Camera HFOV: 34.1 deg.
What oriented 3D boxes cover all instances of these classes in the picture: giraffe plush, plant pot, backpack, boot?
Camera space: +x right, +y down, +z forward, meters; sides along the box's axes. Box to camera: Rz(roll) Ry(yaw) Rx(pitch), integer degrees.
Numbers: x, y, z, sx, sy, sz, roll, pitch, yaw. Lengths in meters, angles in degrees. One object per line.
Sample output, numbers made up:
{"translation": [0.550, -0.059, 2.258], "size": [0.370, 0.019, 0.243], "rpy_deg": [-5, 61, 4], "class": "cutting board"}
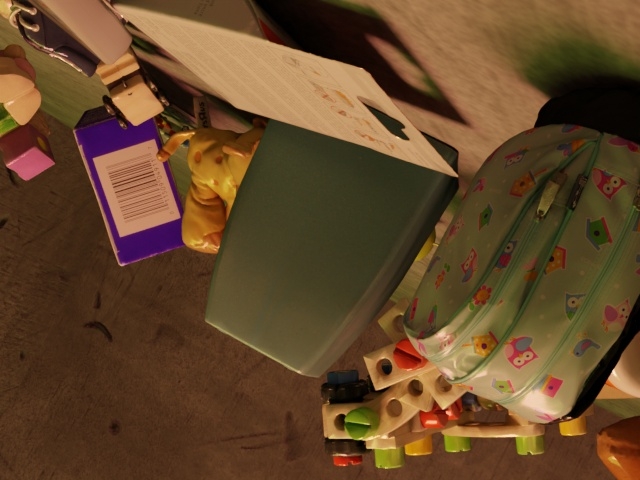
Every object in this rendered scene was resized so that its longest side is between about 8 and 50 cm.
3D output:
{"translation": [-0.078, -0.081, 1.263], "size": [0.170, 0.181, 0.210], "rpy_deg": [3, 121, 56], "class": "giraffe plush"}
{"translation": [0.000, 0.000, 0.974], "size": [0.165, 0.234, 0.165], "rpy_deg": [28, 176, 11], "class": "plant pot"}
{"translation": [0.131, 0.009, 0.591], "size": [0.115, 0.182, 0.152], "rpy_deg": [29, 176, -1], "class": "backpack"}
{"translation": [-0.262, -0.228, 0.949], "size": [0.190, 0.086, 0.069], "rpy_deg": [31, 175, -36], "class": "boot"}

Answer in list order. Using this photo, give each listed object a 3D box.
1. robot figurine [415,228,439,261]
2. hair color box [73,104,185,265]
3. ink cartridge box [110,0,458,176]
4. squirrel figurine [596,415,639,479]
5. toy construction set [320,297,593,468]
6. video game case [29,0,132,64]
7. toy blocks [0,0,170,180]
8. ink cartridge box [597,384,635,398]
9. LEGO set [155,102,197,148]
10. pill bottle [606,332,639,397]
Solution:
{"translation": [0.097, -0.013, 1.314], "size": [0.101, 0.067, 0.115], "rpy_deg": [8, -170, -44], "class": "robot figurine"}
{"translation": [-0.260, -0.096, 1.451], "size": [0.339, 0.110, 0.185], "rpy_deg": [-129, 22, -76], "class": "hair color box"}
{"translation": [-0.016, -0.133, 0.788], "size": [0.232, 0.066, 0.189], "rpy_deg": [16, 169, 32], "class": "ink cartridge box"}
{"translation": [0.546, 0.288, 1.022], "size": [0.397, 0.281, 0.370], "rpy_deg": [-5, 174, -34], "class": "squirrel figurine"}
{"translation": [0.126, 0.158, 1.054], "size": [0.215, 0.151, 0.327], "rpy_deg": [-6, 161, 30], "class": "toy construction set"}
{"translation": [-0.287, -0.262, 0.688], "size": [0.300, 0.036, 0.329], "rpy_deg": [39, 177, 11], "class": "video game case"}
{"translation": [-0.388, -0.236, 1.155], "size": [0.260, 0.309, 0.288], "rpy_deg": [64, -177, 32], "class": "toy blocks"}
{"translation": [0.272, 0.112, 1.256], "size": [0.193, 0.088, 0.234], "rpy_deg": [29, 163, -14], "class": "ink cartridge box"}
{"translation": [-0.201, -0.151, 1.682], "size": [0.182, 0.060, 0.244], "rpy_deg": [34, 174, -20], "class": "LEGO set"}
{"translation": [0.209, 0.040, 0.857], "size": [0.121, 0.121, 0.221], "rpy_deg": [31, 177, -29], "class": "pill bottle"}
